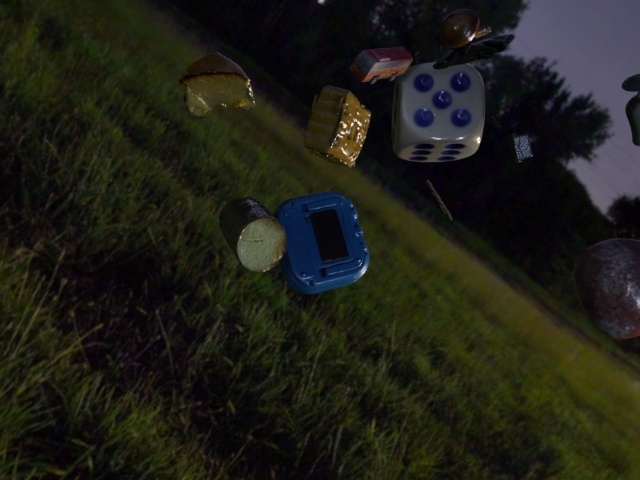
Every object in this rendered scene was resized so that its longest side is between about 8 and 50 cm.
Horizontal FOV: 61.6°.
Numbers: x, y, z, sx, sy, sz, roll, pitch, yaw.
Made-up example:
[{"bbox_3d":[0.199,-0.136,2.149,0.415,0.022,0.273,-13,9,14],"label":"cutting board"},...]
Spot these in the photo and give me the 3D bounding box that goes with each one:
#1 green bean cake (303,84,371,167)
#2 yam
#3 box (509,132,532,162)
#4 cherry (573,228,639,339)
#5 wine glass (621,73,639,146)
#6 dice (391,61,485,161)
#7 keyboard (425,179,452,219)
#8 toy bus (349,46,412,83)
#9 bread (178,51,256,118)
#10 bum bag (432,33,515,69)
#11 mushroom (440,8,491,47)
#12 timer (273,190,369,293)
[{"bbox_3d":[0.060,-0.369,1.769,0.131,0.230,0.224,19,1,29],"label":"green bean cake"},{"bbox_3d":[-0.201,-0.024,1.583,0.168,0.168,0.304,30,5,-26],"label":"yam"},{"bbox_3d":[0.676,-0.315,1.809,0.074,0.054,0.099,-33,110,-75],"label":"box"},{"bbox_3d":[0.746,0.098,1.330,0.236,0.286,0.213,12,-22,-11],"label":"cherry"},{"bbox_3d":[1.067,-0.427,1.775,0.231,0.103,0.103,56,3,-35],"label":"wine glass"},{"bbox_3d":[0.430,-0.473,2.012,0.304,0.304,0.277,1,-9,1],"label":"dice"},{"bbox_3d":[0.435,-0.148,1.978,0.166,0.017,0.055,54,19,-14],"label":"keyboard"},{"bbox_3d":[0.161,-0.462,1.403,0.192,0.077,0.065,-24,70,-44],"label":"toy bus"},{"bbox_3d":[-0.280,-0.401,1.435,0.169,0.160,0.140,40,-28,38],"label":"bread"},{"bbox_3d":[0.476,-0.587,1.672,0.123,0.248,0.060,-46,123,-45],"label":"bum bag"},{"bbox_3d":[0.345,-0.504,1.262,0.129,0.073,0.088,-15,54,-14],"label":"mushroom"},{"bbox_3d":[0.000,0.000,1.849,0.115,0.309,0.340,132,-56,-70],"label":"timer"}]
